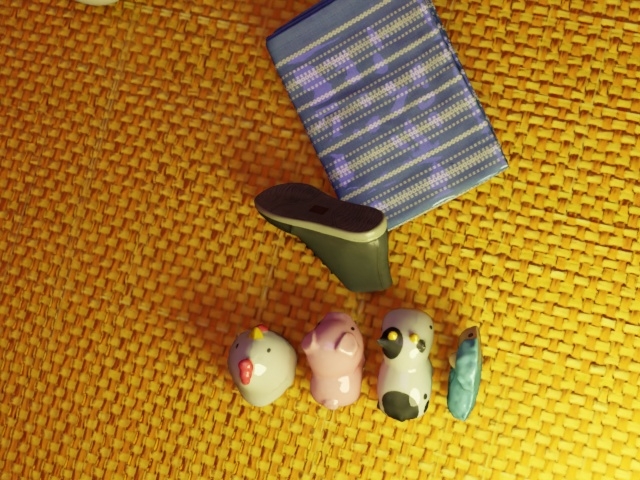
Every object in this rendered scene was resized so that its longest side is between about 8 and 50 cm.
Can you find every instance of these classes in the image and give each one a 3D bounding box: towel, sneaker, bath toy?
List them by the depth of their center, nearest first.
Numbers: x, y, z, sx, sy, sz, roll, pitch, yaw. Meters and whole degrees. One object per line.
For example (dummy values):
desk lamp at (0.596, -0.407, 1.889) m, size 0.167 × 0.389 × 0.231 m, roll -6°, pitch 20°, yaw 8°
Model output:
bath toy at (0.037, 0.163, 1.328) m, size 0.349 × 0.129 × 0.151 m, roll 1°, pitch 83°, yaw 13°
towel at (0.085, -0.195, 1.381) m, size 0.243 × 0.040 × 0.335 m, roll -27°, pitch 83°, yaw 18°
sneaker at (0.000, 0.000, 1.384) m, size 0.222 × 0.118 × 0.083 m, roll 21°, pitch 47°, yaw 37°

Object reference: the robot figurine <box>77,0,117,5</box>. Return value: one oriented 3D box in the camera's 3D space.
robot figurine at (-0.305, -0.481, 1.459) m, size 0.174 × 0.209 × 0.278 m, roll 38°, pitch 95°, yaw 3°
